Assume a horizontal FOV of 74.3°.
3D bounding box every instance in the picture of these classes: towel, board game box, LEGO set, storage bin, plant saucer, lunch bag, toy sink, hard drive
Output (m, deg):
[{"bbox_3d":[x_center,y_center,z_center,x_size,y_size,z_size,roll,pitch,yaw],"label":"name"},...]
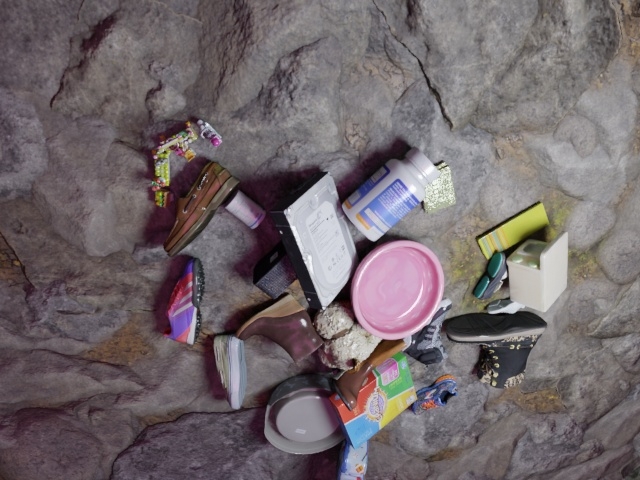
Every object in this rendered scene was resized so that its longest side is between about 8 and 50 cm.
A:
[{"bbox_3d":[0.360,-0.161,1.308,0.110,0.027,0.148,-22,116,3],"label":"towel"},{"bbox_3d":[0.204,0.589,1.573,0.316,0.064,0.242,-31,119,-20],"label":"board game box"},{"bbox_3d":[-0.400,-0.208,1.139,0.132,0.107,0.287,38,106,-22],"label":"LEGO set"},{"bbox_3d":[-0.119,0.077,1.310,0.180,0.122,0.084,-43,114,14],"label":"storage bin"},{"bbox_3d":[0.645,-0.031,1.416,0.237,0.021,0.102,-32,122,8],"label":"towel"},{"bbox_3d":[0.243,0.155,1.379,0.332,0.084,0.332,-5,104,-19],"label":"plant saucer"},{"bbox_3d":[0.120,0.906,1.699,0.114,0.243,0.304,10,114,2],"label":"lunch bag"},{"bbox_3d":[0.712,0.087,1.393,0.152,0.131,0.234,-35,124,-27],"label":"toy sink"},{"bbox_3d":[0.000,0.000,1.236,0.064,0.237,0.339,2,124,38],"label":"hard drive"}]

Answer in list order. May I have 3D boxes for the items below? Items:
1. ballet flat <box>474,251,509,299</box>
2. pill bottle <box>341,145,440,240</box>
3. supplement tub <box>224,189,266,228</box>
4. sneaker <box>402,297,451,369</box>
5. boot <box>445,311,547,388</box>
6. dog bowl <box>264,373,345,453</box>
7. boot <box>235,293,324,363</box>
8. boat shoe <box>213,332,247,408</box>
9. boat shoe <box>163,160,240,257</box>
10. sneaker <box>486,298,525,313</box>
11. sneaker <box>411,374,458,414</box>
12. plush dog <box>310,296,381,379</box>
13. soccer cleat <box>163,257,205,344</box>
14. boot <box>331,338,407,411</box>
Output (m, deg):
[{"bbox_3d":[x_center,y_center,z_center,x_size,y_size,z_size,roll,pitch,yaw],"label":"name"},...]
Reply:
[{"bbox_3d":[0.603,0.125,1.458,0.074,0.074,0.203,9,123,-12],"label":"ballet flat"},{"bbox_3d":[0.208,-0.139,1.229,0.272,0.152,0.152,-42,114,13],"label":"pill bottle"},{"bbox_3d":[-0.220,-0.091,1.242,0.107,0.071,0.071,39,106,-22],"label":"supplement tub"},{"bbox_3d":[0.406,0.333,1.484,0.153,0.101,0.269,44,115,21],"label":"sneaker"},{"bbox_3d":[0.635,0.415,1.576,0.377,0.138,0.284,-5,117,-12],"label":"boot"},{"bbox_3d":[-0.048,0.663,1.626,0.348,0.102,0.349,-3,117,-5],"label":"dog bowl"},{"bbox_3d":[-0.138,0.322,1.401,0.248,0.090,0.207,-34,79,2],"label":"boot"},{"bbox_3d":[-0.321,0.460,1.501,0.094,0.109,0.303,4,108,8],"label":"boat shoe"},{"bbox_3d":[-0.363,-0.090,1.214,0.104,0.111,0.307,41,98,-6],"label":"boat shoe"},{"bbox_3d":[0.682,0.243,1.539,0.152,0.054,0.061,-18,120,1],"label":"sneaker"},{"bbox_3d":[0.453,0.628,1.682,0.083,0.087,0.221,39,106,-22],"label":"sneaker"},{"bbox_3d":[0.068,0.314,1.434,0.262,0.210,0.225,-32,93,9],"label":"plush dog"},{"bbox_3d":[-0.436,0.196,1.342,0.116,0.109,0.318,9,117,-7],"label":"soccer cleat"},{"bbox_3d":[0.180,0.436,1.442,0.280,0.264,0.096,-32,93,5],"label":"boot"}]
